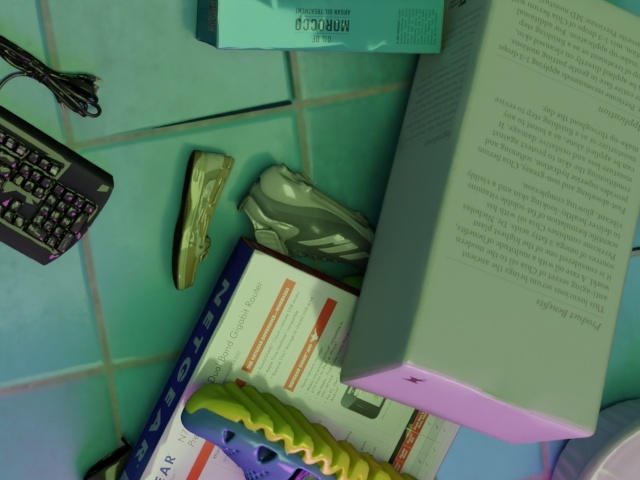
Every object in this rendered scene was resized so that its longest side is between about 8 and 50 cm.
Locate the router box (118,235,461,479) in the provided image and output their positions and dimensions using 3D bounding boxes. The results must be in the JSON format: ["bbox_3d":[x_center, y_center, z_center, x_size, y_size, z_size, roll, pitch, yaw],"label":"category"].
[{"bbox_3d":[-0.021,0.208,1.877,0.301,0.082,0.335,26,94,-17],"label":"router box"}]

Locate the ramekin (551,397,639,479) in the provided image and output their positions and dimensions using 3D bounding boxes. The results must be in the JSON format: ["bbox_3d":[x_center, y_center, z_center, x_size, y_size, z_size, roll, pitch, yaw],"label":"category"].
[{"bbox_3d":[0.396,0.312,2.068,0.272,0.127,0.273,-4,104,-17],"label":"ramekin"}]

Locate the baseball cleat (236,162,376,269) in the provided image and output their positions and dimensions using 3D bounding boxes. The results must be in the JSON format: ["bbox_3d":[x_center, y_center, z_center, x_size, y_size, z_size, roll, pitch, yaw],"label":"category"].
[{"bbox_3d":[0.000,0.000,1.914,0.206,0.072,0.109,37,105,-17],"label":"baseball cleat"}]

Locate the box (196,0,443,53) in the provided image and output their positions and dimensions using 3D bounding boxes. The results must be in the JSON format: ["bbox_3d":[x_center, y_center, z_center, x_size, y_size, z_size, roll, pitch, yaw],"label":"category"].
[{"bbox_3d":[-0.002,-0.233,1.830,0.244,0.100,0.060,-1,102,-17],"label":"box"}]

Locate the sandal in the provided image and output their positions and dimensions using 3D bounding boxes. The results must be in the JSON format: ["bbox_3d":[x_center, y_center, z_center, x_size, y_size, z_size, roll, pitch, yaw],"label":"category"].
[{"bbox_3d":[-0.016,0.260,1.785,0.317,0.126,0.138,34,96,-16],"label":"sandal"}]

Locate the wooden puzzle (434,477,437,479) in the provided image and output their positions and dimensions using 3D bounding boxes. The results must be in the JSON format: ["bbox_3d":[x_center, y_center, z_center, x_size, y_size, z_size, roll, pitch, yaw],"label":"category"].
[{"bbox_3d":[0.111,0.310,2.042,0.078,0.014,0.116,-32,110,-8],"label":"wooden puzzle"}]

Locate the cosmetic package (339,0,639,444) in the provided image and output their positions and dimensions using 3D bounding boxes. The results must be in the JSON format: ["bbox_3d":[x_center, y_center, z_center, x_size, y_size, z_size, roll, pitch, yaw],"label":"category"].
[{"bbox_3d":[0.199,-0.038,1.819,0.230,0.161,0.453,22,72,-20],"label":"cosmetic package"}]

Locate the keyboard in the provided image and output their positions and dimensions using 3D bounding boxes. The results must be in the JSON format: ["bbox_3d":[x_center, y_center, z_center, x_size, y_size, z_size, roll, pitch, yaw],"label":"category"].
[{"bbox_3d":[-0.350,-0.125,1.788,0.317,0.033,0.202,32,92,-22],"label":"keyboard"}]

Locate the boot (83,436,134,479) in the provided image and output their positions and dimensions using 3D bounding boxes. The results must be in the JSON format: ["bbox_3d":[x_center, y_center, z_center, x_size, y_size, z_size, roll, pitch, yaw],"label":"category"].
[{"bbox_3d":[-0.246,0.325,1.914,0.198,0.077,0.137,-42,107,-17],"label":"boot"}]

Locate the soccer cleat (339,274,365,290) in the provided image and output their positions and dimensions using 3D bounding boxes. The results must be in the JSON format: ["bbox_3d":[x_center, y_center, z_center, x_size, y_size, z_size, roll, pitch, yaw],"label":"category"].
[{"bbox_3d":[0.055,0.125,1.957,0.072,0.060,0.179,-10,103,-16],"label":"soccer cleat"}]

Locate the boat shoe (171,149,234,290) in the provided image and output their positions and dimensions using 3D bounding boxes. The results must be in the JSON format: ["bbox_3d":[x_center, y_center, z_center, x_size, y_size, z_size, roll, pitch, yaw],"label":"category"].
[{"bbox_3d":[-0.128,-0.019,1.869,0.048,0.056,0.153,9,93,-14],"label":"boat shoe"}]
